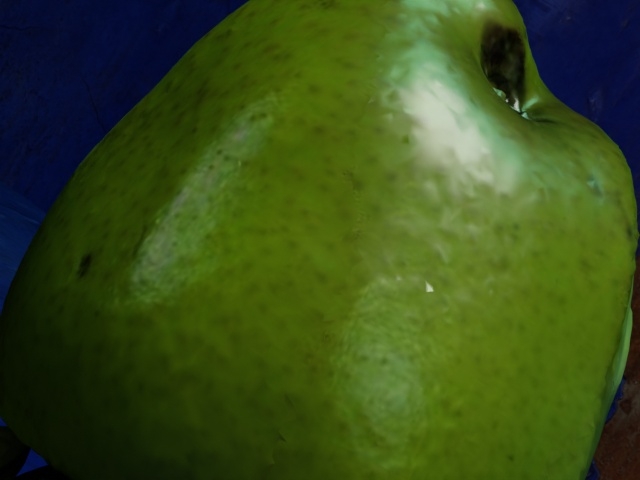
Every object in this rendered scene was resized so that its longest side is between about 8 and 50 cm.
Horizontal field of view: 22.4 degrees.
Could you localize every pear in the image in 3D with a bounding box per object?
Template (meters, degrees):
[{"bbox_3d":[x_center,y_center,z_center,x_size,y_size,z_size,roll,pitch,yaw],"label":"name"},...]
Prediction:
[{"bbox_3d":[0.000,0.000,0.812,0.238,0.318,0.342,30,-1,-28],"label":"pear"}]

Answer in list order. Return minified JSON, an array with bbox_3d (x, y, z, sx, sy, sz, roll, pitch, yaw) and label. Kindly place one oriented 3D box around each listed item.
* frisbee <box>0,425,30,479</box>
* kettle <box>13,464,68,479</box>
[{"bbox_3d":[-0.256,0.134,0.793,0.236,0.236,0.017,-111,-172,-84],"label":"frisbee"},{"bbox_3d":[-0.080,0.265,0.739,0.308,0.262,0.203,31,-33,39],"label":"kettle"}]
